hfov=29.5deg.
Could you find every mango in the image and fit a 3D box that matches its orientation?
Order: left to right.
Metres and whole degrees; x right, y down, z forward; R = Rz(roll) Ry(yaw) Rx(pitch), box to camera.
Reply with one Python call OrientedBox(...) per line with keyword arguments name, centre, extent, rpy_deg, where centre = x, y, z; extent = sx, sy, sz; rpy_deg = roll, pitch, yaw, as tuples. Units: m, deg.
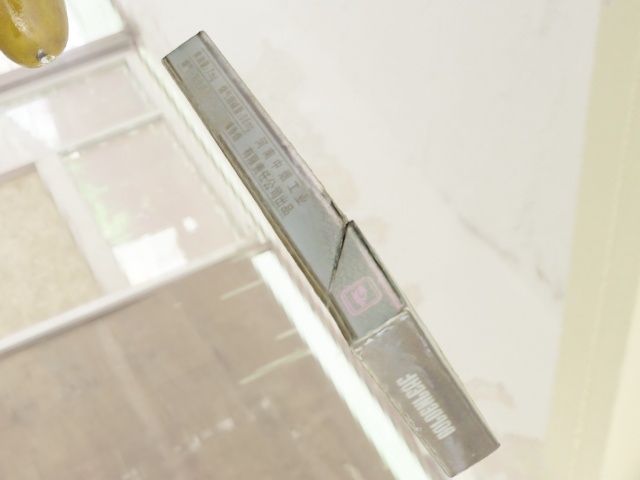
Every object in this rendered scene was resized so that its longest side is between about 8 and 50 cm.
OrientedBox(name="mango", centre=(-0.390, -0.332, 1.574), extent=(0.136, 0.099, 0.227), rpy_deg=(11, 66, -61))

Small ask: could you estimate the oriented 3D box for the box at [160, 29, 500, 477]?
OrientedBox(name="box", centre=(0.001, 0.001, 0.838), extent=(0.325, 0.047, 0.180), rpy_deg=(54, -1, 43))
